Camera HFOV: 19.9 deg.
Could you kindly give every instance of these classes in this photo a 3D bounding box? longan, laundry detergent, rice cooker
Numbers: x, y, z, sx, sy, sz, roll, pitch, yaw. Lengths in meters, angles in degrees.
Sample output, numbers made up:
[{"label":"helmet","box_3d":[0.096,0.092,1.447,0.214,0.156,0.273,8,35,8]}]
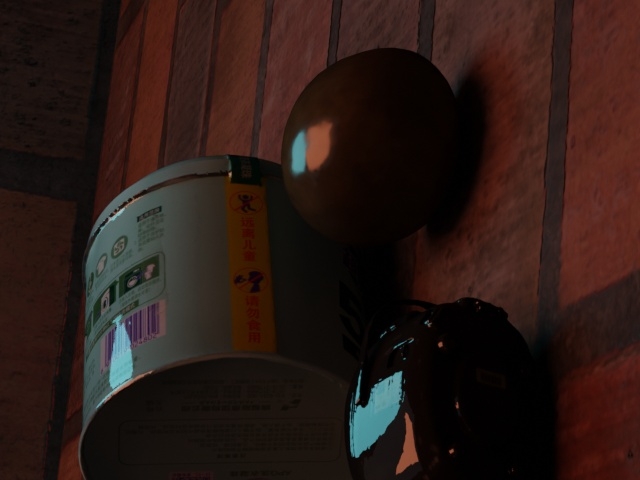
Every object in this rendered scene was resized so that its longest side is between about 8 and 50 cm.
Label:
[{"label":"longan","box_3d":[0.052,-0.083,1.651,0.185,0.159,0.204,-63,-22,1]},{"label":"laundry detergent","box_3d":[-0.092,0.090,1.778,0.305,0.287,0.287,-95,22,-44]},{"label":"rice cooker","box_3d":[0.095,0.134,1.369,0.118,0.142,0.203,-41,40,47]}]
